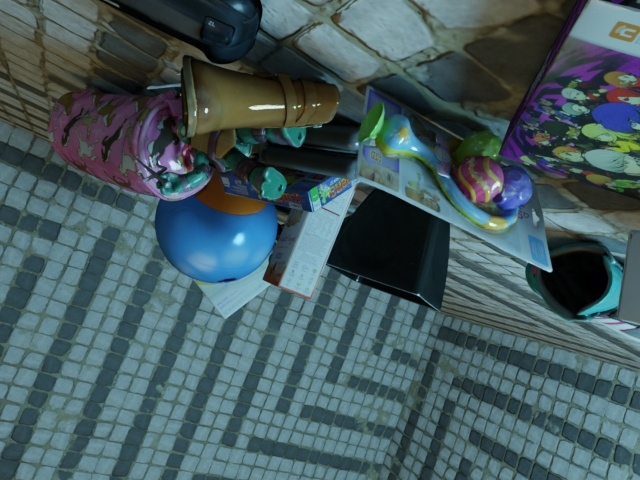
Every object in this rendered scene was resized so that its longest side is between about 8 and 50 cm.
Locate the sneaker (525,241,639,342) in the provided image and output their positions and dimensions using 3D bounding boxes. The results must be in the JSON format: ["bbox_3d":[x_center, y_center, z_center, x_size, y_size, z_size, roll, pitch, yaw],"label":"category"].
[{"bbox_3d":[0.455,0.083,0.732,0.296,0.123,0.178,19,-178,30],"label":"sneaker"}]

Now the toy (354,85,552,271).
[{"bbox_3d":[0.151,-0.074,0.488,0.237,0.137,0.056,21,142,-15],"label":"toy"}]

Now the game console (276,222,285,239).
[{"bbox_3d":[-0.087,-0.079,1.489,0.250,0.173,0.293,52,178,11],"label":"game console"}]

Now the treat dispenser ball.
[{"bbox_3d":[-0.246,-0.040,1.167,0.288,0.288,0.288,21,173,3],"label":"treat dispenser ball"}]

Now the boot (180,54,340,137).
[{"bbox_3d":[-0.055,-0.143,0.490,0.152,0.073,0.197,3,-159,-5],"label":"boot"}]

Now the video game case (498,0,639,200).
[{"bbox_3d":[0.254,-0.082,0.336,0.210,0.041,0.232,21,174,11],"label":"video game case"}]

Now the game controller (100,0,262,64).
[{"bbox_3d":[-0.204,-0.250,0.418,0.319,0.067,0.166,24,-173,-14],"label":"game controller"}]

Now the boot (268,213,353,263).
[{"bbox_3d":[0.000,0.000,1.216,0.091,0.229,0.263,59,-165,-14],"label":"boot"}]

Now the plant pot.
[{"bbox_3d":[0.142,0.012,0.898,0.188,0.167,0.187,17,171,28],"label":"plant pot"}]

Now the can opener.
[{"bbox_3d":[-0.041,-0.148,0.714,0.283,0.076,0.095,16,-156,34],"label":"can opener"}]

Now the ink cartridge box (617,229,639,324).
[{"bbox_3d":[0.447,0.061,0.470,0.237,0.100,0.172,13,177,-22],"label":"ink cartridge box"}]

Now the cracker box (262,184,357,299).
[{"bbox_3d":[-0.021,-0.020,0.869,0.067,0.232,0.156,24,173,-15],"label":"cracker box"}]

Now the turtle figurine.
[{"bbox_3d":[-0.141,-0.139,0.655,0.234,0.175,0.118,19,-165,24],"label":"turtle figurine"}]

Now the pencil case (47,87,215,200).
[{"bbox_3d":[-0.346,-0.182,0.865,0.386,0.167,0.160,16,150,40],"label":"pencil case"}]

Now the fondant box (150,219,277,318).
[{"bbox_3d":[-0.270,0.016,1.353,0.330,0.238,0.096,52,172,0],"label":"fondant box"}]

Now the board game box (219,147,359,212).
[{"bbox_3d":[-0.042,-0.103,0.754,0.201,0.136,0.035,16,130,41],"label":"board game box"}]
